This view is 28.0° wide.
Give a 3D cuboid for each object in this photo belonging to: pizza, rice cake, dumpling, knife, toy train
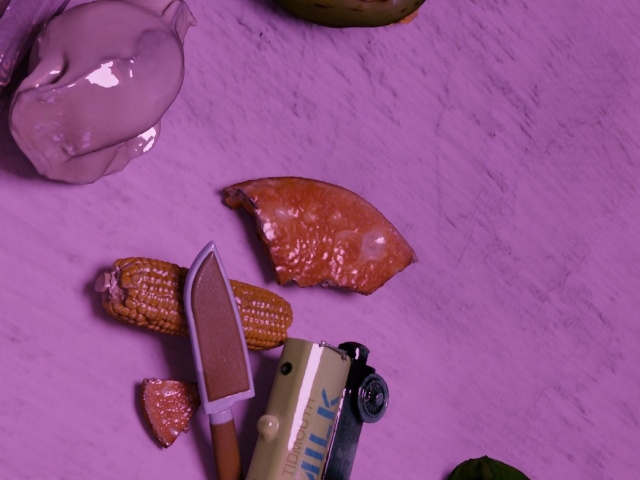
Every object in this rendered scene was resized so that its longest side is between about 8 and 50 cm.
[{"bbox_3d":[-0.160,0.181,1.413,0.078,0.025,0.083,-20,102,-28],"label":"pizza"},{"bbox_3d":[-0.304,-0.238,1.361,0.055,0.049,0.270,27,68,-4],"label":"rice cake"},{"bbox_3d":[0.004,-0.005,1.524,0.271,0.056,0.134,9,77,-33],"label":"pizza"},{"bbox_3d":[-0.224,-0.153,1.352,0.258,0.147,0.193,-38,147,-40],"label":"dumpling"},{"bbox_3d":[-0.103,0.163,1.397,0.061,0.027,0.343,-15,110,-19],"label":"knife"},{"bbox_3d":[-0.014,0.224,1.437,0.157,0.105,0.253,30,71,-44],"label":"toy train"}]

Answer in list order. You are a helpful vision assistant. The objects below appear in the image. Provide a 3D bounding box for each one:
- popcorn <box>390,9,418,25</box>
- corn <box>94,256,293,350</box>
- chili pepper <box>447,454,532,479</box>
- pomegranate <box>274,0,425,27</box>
[{"bbox_3d":[0.095,-0.313,1.620,0.082,0.057,0.083,-43,104,-30],"label":"popcorn"},{"bbox_3d":[-0.134,0.071,1.412,0.238,0.080,0.080,14,77,-30],"label":"corn"},{"bbox_3d":[0.278,0.443,1.578,0.385,0.167,0.213,49,60,-17],"label":"chili pepper"},{"bbox_3d":[0.031,-0.376,1.488,0.254,0.254,0.270,2,51,-33],"label":"pomegranate"}]
